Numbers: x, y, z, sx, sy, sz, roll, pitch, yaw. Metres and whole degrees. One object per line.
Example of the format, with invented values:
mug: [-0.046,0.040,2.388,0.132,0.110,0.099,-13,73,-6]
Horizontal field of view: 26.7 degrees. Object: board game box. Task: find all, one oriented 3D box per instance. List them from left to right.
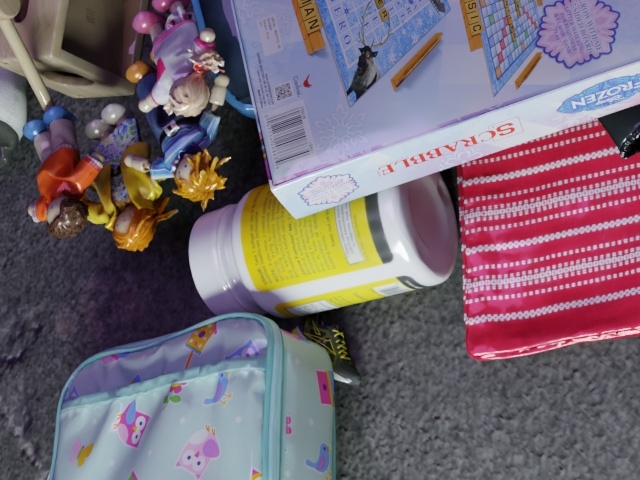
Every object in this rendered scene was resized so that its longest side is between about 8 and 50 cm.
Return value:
board game box: [0.086,-0.212,1.074,0.318,0.066,0.319,-18,64,11]

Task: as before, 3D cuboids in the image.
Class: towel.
towel: [0.198,-0.047,1.085,0.199,0.031,0.275,-10,73,28]

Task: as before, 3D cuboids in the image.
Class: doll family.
doll family: [-0.149,-0.086,1.208,0.263,0.118,0.163,-41,48,25]

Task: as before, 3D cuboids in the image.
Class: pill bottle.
pill bottle: [0.000,0.000,1.141,0.208,0.119,0.119,-14,71,28]

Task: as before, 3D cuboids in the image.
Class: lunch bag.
lunch bag: [-0.119,0.182,1.149,0.279,0.108,0.224,-17,62,35]

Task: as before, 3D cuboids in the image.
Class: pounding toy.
pounding toy: [-0.274,-0.202,1.308,0.094,0.206,0.181,1,79,32]

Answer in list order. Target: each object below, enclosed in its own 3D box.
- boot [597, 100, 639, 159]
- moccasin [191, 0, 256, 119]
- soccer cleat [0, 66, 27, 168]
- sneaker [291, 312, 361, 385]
boot: [0.215,-0.104,1.050,0.121,0.045,0.099,-41,62,10]
moccasin: [-0.064,-0.282,1.263,0.117,0.137,0.342,-22,82,21]
soccer cleat: [-0.446,-0.120,1.465,0.331,0.116,0.143,-13,56,26]
sneaker: [0.009,0.092,1.165,0.083,0.031,0.035,42,100,32]
